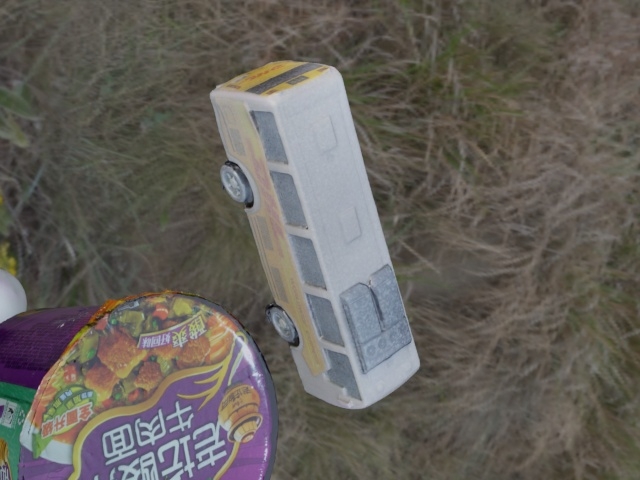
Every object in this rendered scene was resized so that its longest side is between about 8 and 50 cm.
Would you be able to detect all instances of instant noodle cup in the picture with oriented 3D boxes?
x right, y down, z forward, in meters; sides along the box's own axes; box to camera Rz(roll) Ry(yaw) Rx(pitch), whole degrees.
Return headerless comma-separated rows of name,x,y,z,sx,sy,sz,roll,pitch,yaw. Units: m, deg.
instant noodle cup,-0.189,0.160,0.807,0.251,0.190,0.251,-3,94,-46

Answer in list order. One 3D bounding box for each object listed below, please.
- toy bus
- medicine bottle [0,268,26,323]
toy bus,0.000,0.000,0.910,0.097,0.138,0.342,-31,116,-29
medicine bottle,-0.649,0.113,1.600,0.130,0.341,0.130,-4,90,-69
